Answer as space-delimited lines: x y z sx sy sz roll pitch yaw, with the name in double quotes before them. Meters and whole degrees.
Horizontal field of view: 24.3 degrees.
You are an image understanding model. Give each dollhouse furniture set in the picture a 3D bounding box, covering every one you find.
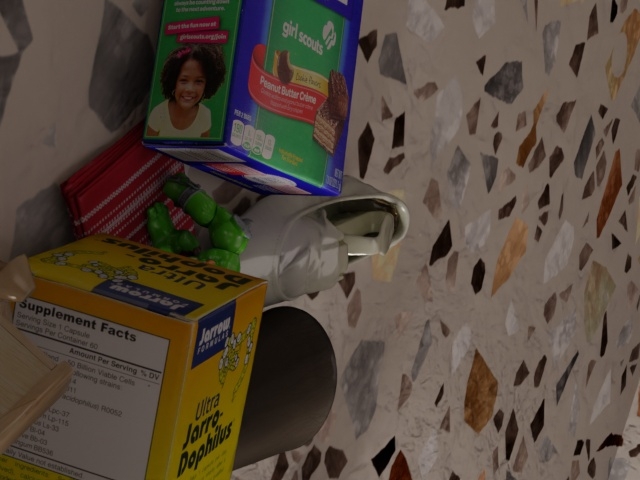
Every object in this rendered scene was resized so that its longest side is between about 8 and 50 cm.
"dollhouse furniture set" -0.331 0.164 1.174 0.303 0.174 0.355 -45 172 -33

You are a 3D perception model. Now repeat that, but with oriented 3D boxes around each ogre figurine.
"ogre figurine" -0.140 0.031 1.597 0.197 0.118 0.097 -67 153 -25

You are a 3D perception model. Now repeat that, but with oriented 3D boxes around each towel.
"towel" -0.200 0.012 1.637 0.199 0.031 0.275 -48 141 -46

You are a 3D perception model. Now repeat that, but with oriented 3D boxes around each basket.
"basket" -0.111 0.194 1.743 0.227 0.154 0.204 -19 141 -53

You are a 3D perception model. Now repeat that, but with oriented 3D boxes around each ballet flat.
"ballet flat" 0.000 0.000 1.870 0.400 0.139 0.139 -28 124 -59

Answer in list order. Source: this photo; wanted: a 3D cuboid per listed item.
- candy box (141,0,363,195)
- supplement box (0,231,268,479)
"candy box" -0.063 -0.229 1.670 0.268 0.122 0.317 20 74 -61
"supplement box" -0.202 0.197 1.460 0.195 0.194 0.356 -29 133 -69
